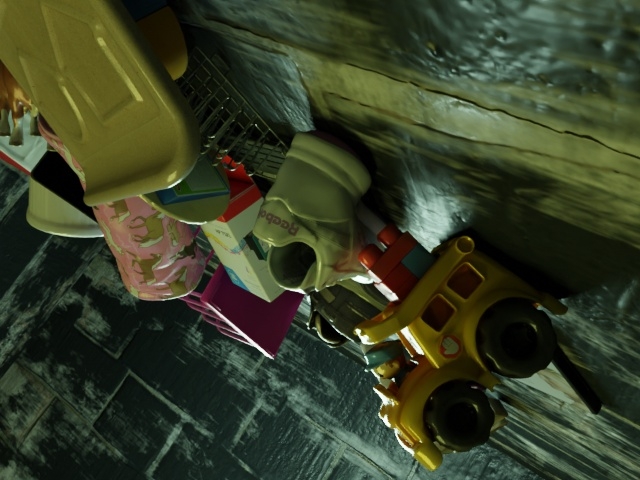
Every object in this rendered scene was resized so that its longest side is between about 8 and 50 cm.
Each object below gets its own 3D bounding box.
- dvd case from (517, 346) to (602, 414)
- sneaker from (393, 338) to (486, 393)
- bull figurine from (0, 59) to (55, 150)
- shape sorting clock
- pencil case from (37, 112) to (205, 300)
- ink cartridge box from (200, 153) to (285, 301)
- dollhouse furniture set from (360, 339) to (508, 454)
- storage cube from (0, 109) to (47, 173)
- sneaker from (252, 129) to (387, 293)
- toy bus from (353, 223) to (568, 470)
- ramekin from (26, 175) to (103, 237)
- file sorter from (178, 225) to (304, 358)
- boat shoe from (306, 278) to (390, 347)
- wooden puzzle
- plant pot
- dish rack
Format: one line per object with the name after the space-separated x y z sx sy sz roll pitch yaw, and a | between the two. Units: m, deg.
0.291 0.168 0.887 0.180 0.022 0.253 20 161 50 | dvd case
0.251 0.258 1.265 0.224 0.083 0.098 26 146 14 | sneaker
-0.483 -0.254 0.994 0.101 0.188 0.310 0 -164 -30 | bull figurine
-0.202 -0.109 0.798 0.206 0.040 0.206 43 -154 -27 | shape sorting clock
-0.302 -0.063 0.971 0.160 0.167 0.386 -4 137 5 | pencil case
-0.135 -0.024 0.974 0.134 0.078 0.231 17 140 53 | ink cartridge box
0.273 0.310 1.448 0.303 0.174 0.355 30 -154 -55 | dollhouse furniture set
-0.625 -0.254 1.270 0.193 0.183 0.215 25 164 34 | storage cube
0.000 0.000 0.700 0.114 0.152 0.305 26 167 26 | sneaker
0.111 0.095 0.643 0.211 0.220 0.149 40 173 0 | toy bus
-0.558 -0.120 1.444 0.277 0.135 0.277 6 -157 -3 | ramekin
-0.182 0.078 1.250 0.182 0.202 0.290 14 156 30 | file sorter
0.024 0.136 1.201 0.132 0.130 0.355 36 168 -6 | boat shoe
-0.226 -0.202 0.495 0.322 0.080 0.347 0 121 58 | wooden puzzle
-0.402 -0.143 1.158 0.187 0.188 0.167 36 179 -11 | plant pot
-0.142 -0.144 0.702 0.208 0.074 0.271 23 163 46 | dish rack
